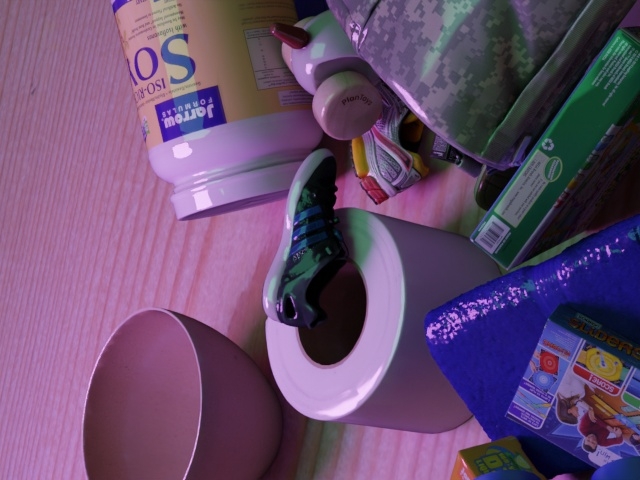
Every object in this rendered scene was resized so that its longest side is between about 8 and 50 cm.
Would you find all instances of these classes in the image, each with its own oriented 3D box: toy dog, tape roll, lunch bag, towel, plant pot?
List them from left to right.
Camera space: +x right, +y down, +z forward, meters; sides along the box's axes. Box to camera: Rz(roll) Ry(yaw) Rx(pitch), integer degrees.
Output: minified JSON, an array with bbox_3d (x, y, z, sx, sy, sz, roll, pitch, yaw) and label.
[{"bbox_3d":[-0.163,0.241,1.901,0.284,0.191,0.284,-17,67,47],"label":"plant pot"},{"bbox_3d":[0.064,-0.291,1.725,0.220,0.161,0.333,29,85,44],"label":"toy dog"},{"bbox_3d":[0.075,0.095,1.665,0.246,0.169,0.246,-18,66,47],"label":"tape roll"},{"bbox_3d":[0.176,-0.245,1.359,0.305,0.212,0.256,-55,42,26],"label":"lunch bag"},{"bbox_3d":[0.271,0.110,1.421,0.308,0.076,0.227,-28,99,41],"label":"towel"}]

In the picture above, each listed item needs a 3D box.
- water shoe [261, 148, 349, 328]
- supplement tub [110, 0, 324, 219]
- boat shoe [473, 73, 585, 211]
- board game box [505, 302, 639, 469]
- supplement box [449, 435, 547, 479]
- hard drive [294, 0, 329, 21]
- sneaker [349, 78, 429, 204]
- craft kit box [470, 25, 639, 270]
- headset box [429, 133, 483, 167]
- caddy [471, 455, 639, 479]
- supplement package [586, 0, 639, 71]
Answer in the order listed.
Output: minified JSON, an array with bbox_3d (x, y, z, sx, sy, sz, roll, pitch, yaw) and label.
[{"bbox_3d":[0.000,0.000,1.611,0.080,0.073,0.203,15,88,25],"label":"water shoe"},{"bbox_3d":[-0.130,-0.210,1.903,0.241,0.241,0.331,-16,87,48],"label":"supplement tub"},{"bbox_3d":[0.232,-0.120,1.626,0.190,0.068,0.072,-54,30,12],"label":"boat shoe"},{"bbox_3d":[0.289,0.163,1.367,0.201,0.035,0.136,30,129,16],"label":"board game box"},{"bbox_3d":[0.165,0.315,1.498,0.078,0.080,0.233,55,143,45],"label":"supplement box"},{"bbox_3d":[-0.068,-0.302,2.063,0.319,0.040,0.210,-34,55,41],"label":"hard drive"},{"bbox_3d":[0.087,-0.149,1.808,0.093,0.088,0.225,-21,56,17],"label":"sneaker"},{"bbox_3d":[0.275,-0.099,1.417,0.061,0.246,0.250,39,115,13],"label":"craft kit box"},{"bbox_3d":[0.170,-0.131,1.698,0.032,0.062,0.083,13,91,51],"label":"headset box"},{"bbox_3d":[0.228,0.331,1.293,0.341,0.241,0.179,79,-176,-59],"label":"caddy"},{"bbox_3d":[0.271,-0.317,1.553,0.194,0.149,0.203,-58,42,24],"label":"supplement package"}]
